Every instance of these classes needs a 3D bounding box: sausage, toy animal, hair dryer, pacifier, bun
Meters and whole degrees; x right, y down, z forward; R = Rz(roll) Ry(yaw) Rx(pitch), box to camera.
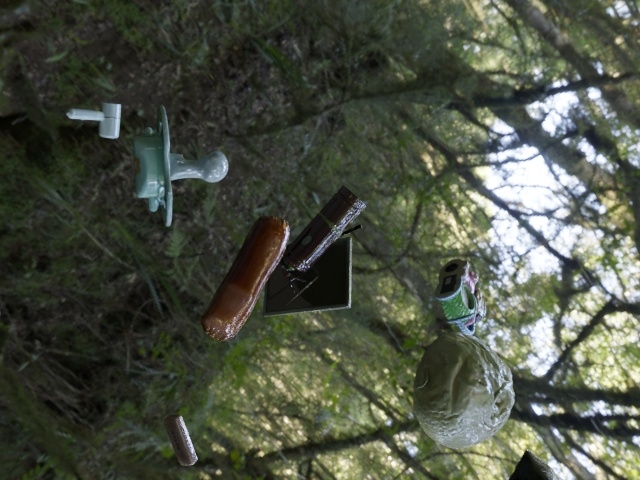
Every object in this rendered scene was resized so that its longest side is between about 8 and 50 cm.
[{"bbox_3d":[-0.161,0.079,1.284,0.300,0.089,0.083,-60,-155,-9],"label":"sausage"},{"bbox_3d":[0.514,0.610,1.309,0.187,0.235,0.165,-12,135,-58],"label":"toy animal"},{"bbox_3d":[-0.529,-0.283,1.360,0.047,0.082,0.137,18,-165,33],"label":"hair dryer"},{"bbox_3d":[-0.405,-0.215,1.702,0.269,0.344,0.288,-1,-168,-21],"label":"pacifier"},{"bbox_3d":[0.300,0.298,1.178,0.153,0.244,0.244,-4,-143,44],"label":"bun"}]

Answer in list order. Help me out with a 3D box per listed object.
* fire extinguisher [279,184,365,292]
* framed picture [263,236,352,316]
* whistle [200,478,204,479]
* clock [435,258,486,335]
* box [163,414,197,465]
[{"bbox_3d":[0.000,0.000,1.776,0.341,0.141,0.105,-49,176,2],"label":"fire extinguisher"},{"bbox_3d":[-0.045,0.122,1.926,0.324,0.020,0.241,-11,-115,26],"label":"framed picture"},{"bbox_3d":[-0.287,0.563,1.343,0.083,0.029,0.033,-21,-115,43],"label":"whistle"},{"bbox_3d":[0.424,0.181,1.749,0.100,0.195,0.194,-17,-151,34],"label":"clock"},{"bbox_3d":[-0.314,0.447,1.309,0.048,0.115,0.025,-15,-175,33],"label":"box"}]
